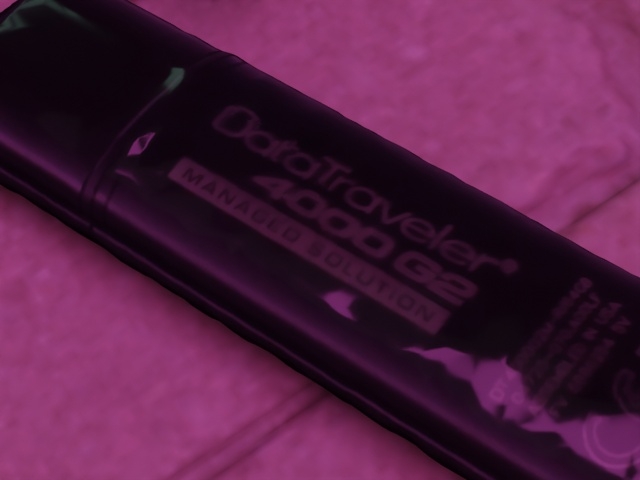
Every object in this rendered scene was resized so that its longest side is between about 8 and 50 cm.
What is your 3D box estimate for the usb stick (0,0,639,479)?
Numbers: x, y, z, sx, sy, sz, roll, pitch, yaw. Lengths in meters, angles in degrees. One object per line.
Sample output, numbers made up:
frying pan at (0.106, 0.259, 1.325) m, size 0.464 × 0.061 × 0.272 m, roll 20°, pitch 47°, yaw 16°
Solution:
usb stick at (0.000, 0.000, 0.519) m, size 0.278 × 0.045 × 0.077 m, roll 30°, pitch 63°, yaw 28°
